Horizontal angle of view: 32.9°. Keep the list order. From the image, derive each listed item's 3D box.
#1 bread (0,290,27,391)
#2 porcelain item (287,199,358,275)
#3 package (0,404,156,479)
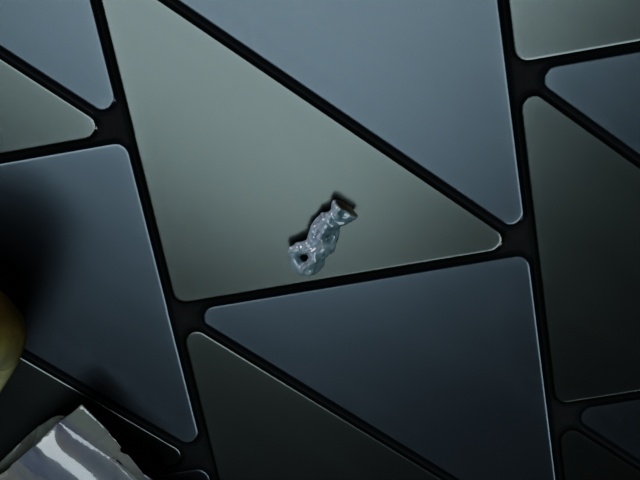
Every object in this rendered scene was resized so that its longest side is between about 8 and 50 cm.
[{"bbox_3d":[-0.446,0.171,0.920,0.245,0.329,0.424,38,111,-13],"label":"bread"},{"bbox_3d":[0.000,0.000,1.021,0.036,0.028,0.083,41,107,3],"label":"porcelain item"},{"bbox_3d":[-0.248,0.289,1.114,0.251,0.062,0.204,-37,107,26],"label":"package"}]
